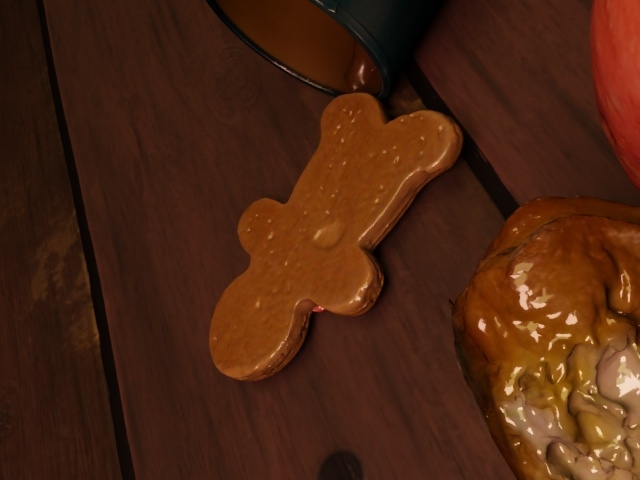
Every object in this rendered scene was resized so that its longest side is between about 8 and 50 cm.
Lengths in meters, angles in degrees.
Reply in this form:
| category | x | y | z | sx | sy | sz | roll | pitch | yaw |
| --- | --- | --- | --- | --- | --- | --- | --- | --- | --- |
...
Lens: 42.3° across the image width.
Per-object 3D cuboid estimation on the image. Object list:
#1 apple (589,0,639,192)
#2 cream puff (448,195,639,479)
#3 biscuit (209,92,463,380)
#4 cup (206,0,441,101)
| category | x | y | z | sx | sy | sz | roll | pitch | yaw |
| --- | --- | --- | --- | --- | --- | --- | --- | --- | --- |
| apple | 0.347 | -0.139 | 0.467 | 0.364 | 0.364 | 0.364 | -19 | 55 | 28 |
| cream puff | 0.180 | 0.089 | 0.537 | 0.155 | 0.269 | 0.241 | -22 | 41 | 12 |
| biscuit | 0.000 | 0.000 | 0.871 | 0.216 | 0.047 | 0.339 | 27 | 85 | 46 |
| cup | 0.046 | -0.332 | 0.937 | 0.242 | 0.308 | 0.292 | 30 | 82 | 11 |
